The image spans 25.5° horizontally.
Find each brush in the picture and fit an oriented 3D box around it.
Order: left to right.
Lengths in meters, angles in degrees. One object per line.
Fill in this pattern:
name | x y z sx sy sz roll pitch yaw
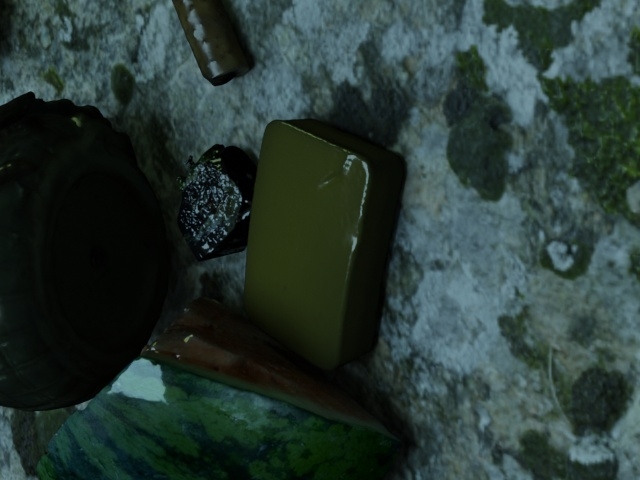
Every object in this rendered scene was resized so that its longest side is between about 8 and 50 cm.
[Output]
brush | 0.000 0.000 1.196 0.123 0.059 0.197 28 120 36

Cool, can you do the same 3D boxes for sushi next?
sushi | -0.093 -0.041 1.284 0.084 0.056 0.083 58 135 17

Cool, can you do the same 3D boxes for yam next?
yam | -0.145 -0.292 1.283 0.045 0.045 0.326 -27 79 24

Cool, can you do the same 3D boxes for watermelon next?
watermelon | -0.147 0.181 1.242 0.292 0.222 0.319 -55 51 14

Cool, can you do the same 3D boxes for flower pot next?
flower pot | -0.289 0.006 1.332 0.213 0.302 0.301 -5 97 27
